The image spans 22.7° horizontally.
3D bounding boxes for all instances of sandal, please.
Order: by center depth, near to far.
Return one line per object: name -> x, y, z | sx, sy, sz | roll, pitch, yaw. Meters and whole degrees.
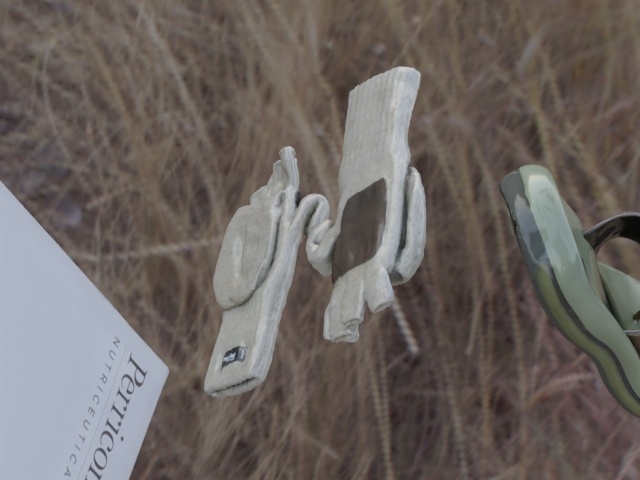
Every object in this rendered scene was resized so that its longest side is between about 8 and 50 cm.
sandal -> 0.195, 0.031, 0.995 | 0.086, 0.303, 0.120 | -29, 64, 12

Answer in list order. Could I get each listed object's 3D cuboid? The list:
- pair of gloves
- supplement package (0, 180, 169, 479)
pair of gloves -> 0.000, 0.000, 1.182 | 0.042, 0.240, 0.204 | 23, 54, -29
supplement package -> -0.208, 0.027, 0.449 | 0.175, 0.293, 0.177 | -10, 45, 30
